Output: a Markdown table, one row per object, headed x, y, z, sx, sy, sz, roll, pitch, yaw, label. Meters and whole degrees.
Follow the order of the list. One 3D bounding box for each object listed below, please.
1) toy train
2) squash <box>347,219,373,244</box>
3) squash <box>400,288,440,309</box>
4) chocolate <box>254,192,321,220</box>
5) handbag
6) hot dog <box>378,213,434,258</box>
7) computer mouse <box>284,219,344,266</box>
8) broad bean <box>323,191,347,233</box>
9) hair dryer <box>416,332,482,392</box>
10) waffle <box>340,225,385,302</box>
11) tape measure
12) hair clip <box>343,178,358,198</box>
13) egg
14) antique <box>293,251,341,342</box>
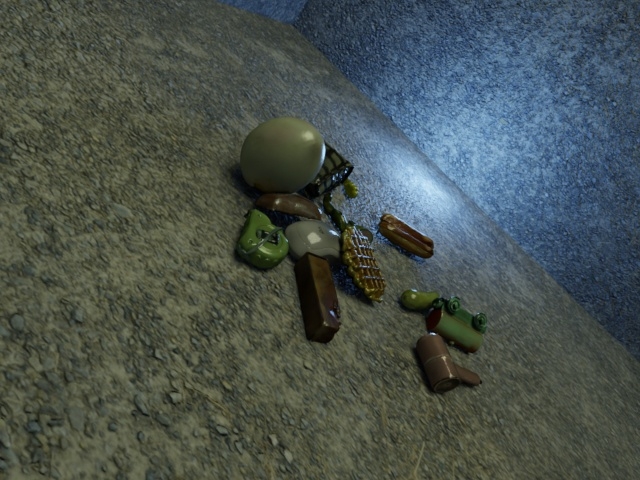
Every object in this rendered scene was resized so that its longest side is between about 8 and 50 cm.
| x | y | z | sx | sy | sz | roll | pitch | yaw | label |
| --- | --- | --- | --- | --- | --- | --- | --- | --- | --- |
| 0.560 | 0.346 | 1.852 | 0.285 | 0.116 | 0.177 | 31 | 72 | -20 | toy train |
| 0.153 | -0.032 | 1.934 | 0.105 | 0.105 | 0.132 | 23 | 18 | -29 | squash |
| 0.419 | 0.244 | 1.873 | 0.250 | 0.083 | 0.083 | 8 | 44 | -47 | squash |
| -0.112 | -0.134 | 1.673 | 0.261 | 0.083 | 0.161 | 10 | 3 | -42 | chocolate |
| -0.055 | -0.352 | 2.036 | 0.325 | 0.162 | 0.327 | 41 | 38 | 7 | handbag |
| 0.415 | -0.006 | 2.173 | 0.337 | 0.100 | 0.135 | 29 | 41 | -18 | hot dog |
| 0.000 | 0.000 | 1.674 | 0.297 | 0.121 | 0.184 | 7 | 43 | -42 | computer mouse |
| 0.066 | -0.110 | 1.946 | 0.048 | 0.070 | 0.214 | -9 | 66 | -44 | broad bean |
| 0.496 | 0.476 | 1.669 | 0.344 | 0.107 | 0.189 | 30 | 29 | -36 | hair dryer |
| 0.165 | 0.087 | 1.721 | 0.281 | 0.058 | 0.301 | 39 | 34 | -44 | waffle |
| -0.186 | 0.004 | 1.465 | 0.175 | 0.106 | 0.200 | 29 | 34 | -14 | tape measure |
| 0.140 | -0.269 | 2.224 | 0.046 | 0.072 | 0.173 | 8 | 39 | -28 | hair clip |
| -0.134 | -0.317 | 1.690 | 0.283 | 0.345 | 0.283 | 21 | 62 | -48 | egg |
| -0.008 | 0.181 | 1.462 | 0.093 | 0.087 | 0.310 | 23 | 34 | -31 | antique |
